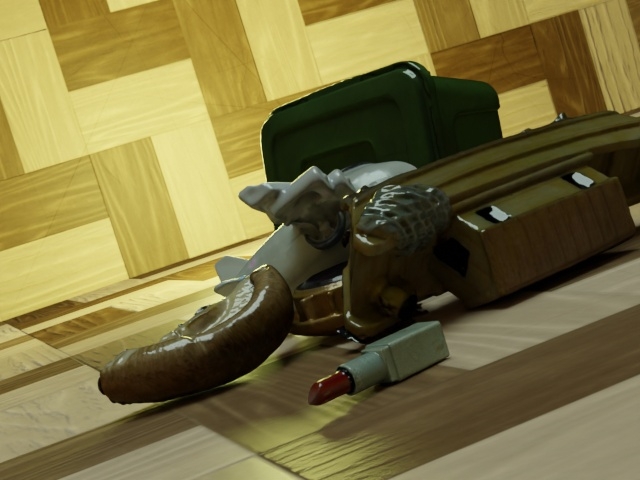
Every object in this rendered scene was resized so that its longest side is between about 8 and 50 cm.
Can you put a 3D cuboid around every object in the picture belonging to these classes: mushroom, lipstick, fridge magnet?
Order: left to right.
[{"bbox_3d":[-0.099,0.097,1.127,0.209,0.072,0.094,-34,16,-32],"label":"mushroom"},{"bbox_3d":[0.029,0.056,1.203,0.143,0.063,0.143,-20,6,2],"label":"fridge magnet"},{"bbox_3d":[0.039,0.094,0.899,0.129,0.030,0.030,-21,6,-38],"label":"lipstick"}]

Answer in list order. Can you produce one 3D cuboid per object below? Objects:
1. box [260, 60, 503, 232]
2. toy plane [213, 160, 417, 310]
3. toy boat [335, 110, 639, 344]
[{"bbox_3d":[0.087,-0.079,1.555,0.177,0.253,0.328,-9,-1,-41],"label":"box"},{"bbox_3d":[0.002,0.004,1.312,0.266,0.123,0.267,-17,-34,-12],"label":"toy plane"},{"bbox_3d":[0.199,-0.031,1.161,0.445,0.136,0.162,-22,40,-35],"label":"toy boat"}]
